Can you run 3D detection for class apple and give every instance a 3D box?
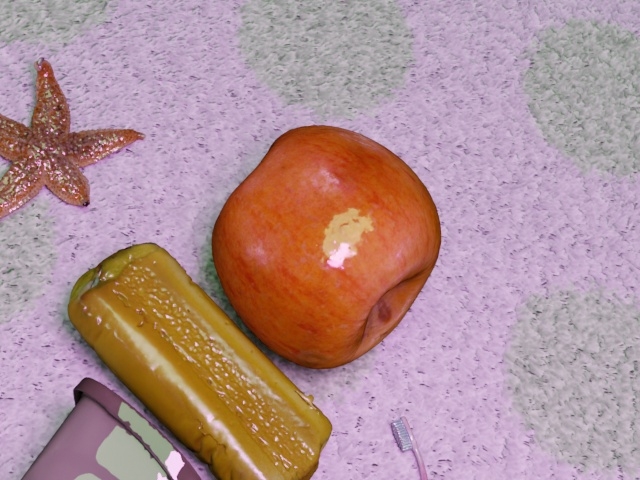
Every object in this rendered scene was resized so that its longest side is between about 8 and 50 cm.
[{"bbox_3d":[0.000,0.000,1.752,0.275,0.299,0.299,42,64,12],"label":"apple"}]

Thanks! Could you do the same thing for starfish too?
[{"bbox_3d":[-0.394,-0.126,1.863,0.295,0.048,0.231,-35,87,-22],"label":"starfish"}]

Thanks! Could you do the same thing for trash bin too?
[{"bbox_3d":[-0.268,0.329,1.593,0.219,0.220,0.250,36,70,8],"label":"trash bin"}]

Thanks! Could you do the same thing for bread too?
[{"bbox_3d":[-0.155,0.171,1.738,0.383,0.112,0.166,45,51,8],"label":"bread"}]

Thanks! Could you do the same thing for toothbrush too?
[{"bbox_3d":[0.141,0.352,1.770,0.027,0.021,0.269,-16,69,-5],"label":"toothbrush"}]
